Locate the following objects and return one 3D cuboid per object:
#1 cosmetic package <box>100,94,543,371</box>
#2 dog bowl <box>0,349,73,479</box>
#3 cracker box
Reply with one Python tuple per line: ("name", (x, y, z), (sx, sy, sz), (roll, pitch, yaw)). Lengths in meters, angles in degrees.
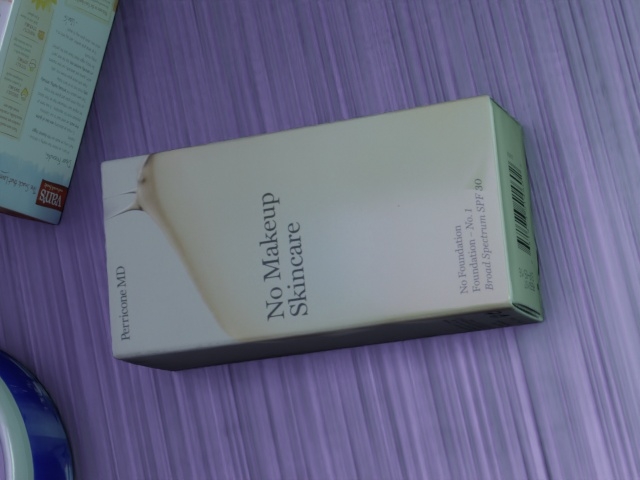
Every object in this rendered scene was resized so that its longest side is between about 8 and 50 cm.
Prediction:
("cosmetic package", (0.000, 0.000, 1.366), (0.309, 0.113, 0.160), (-10, 79, 17))
("dog bowl", (-0.336, 0.199, 1.459), (0.265, 0.104, 0.265), (-3, 81, 20))
("cracker box", (-0.242, -0.140, 1.451), (0.067, 0.156, 0.232), (13, 85, 21))
